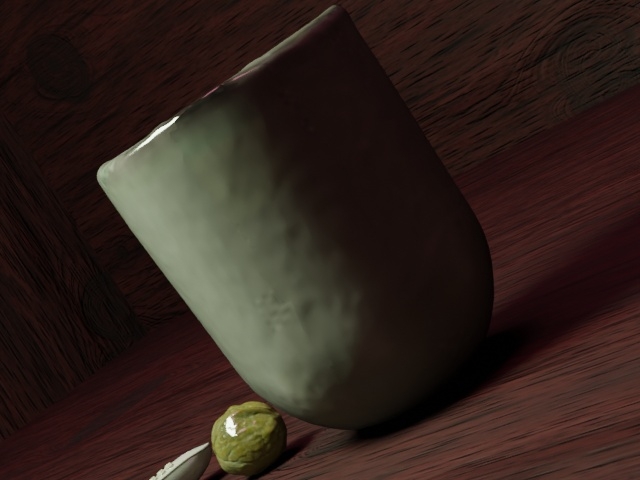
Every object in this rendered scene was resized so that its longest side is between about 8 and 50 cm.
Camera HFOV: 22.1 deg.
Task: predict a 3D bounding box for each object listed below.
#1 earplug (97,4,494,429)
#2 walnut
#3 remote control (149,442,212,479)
[{"bbox_3d":[0.000,0.000,1.707,0.312,0.394,0.312,-34,5,3],"label":"earplug"},{"bbox_3d":[-0.081,0.225,1.859,0.092,0.092,0.092,-32,5,3],"label":"walnut"},{"bbox_3d":[-0.214,0.324,1.958,0.229,0.044,0.073,-42,4,-12],"label":"remote control"}]
